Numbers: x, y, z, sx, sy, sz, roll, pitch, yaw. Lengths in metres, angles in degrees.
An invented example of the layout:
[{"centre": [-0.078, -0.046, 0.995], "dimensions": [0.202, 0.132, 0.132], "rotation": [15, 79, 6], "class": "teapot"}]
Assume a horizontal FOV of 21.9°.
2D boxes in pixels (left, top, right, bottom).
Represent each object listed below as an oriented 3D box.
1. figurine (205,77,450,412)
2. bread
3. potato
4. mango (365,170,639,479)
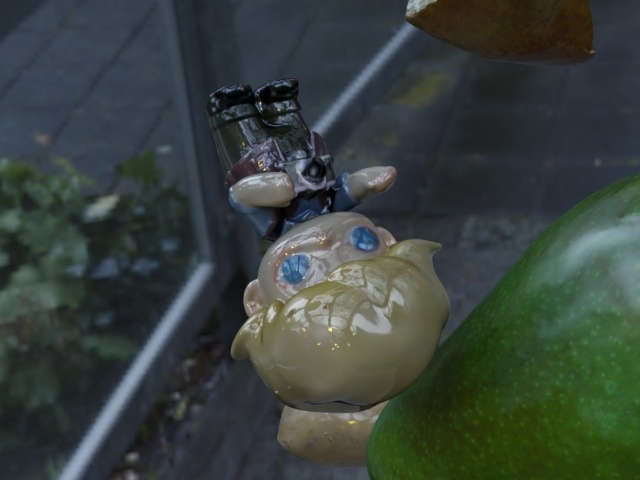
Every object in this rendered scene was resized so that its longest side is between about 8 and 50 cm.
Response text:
[{"centre": [0.000, 0.000, 0.931], "dimensions": [0.114, 0.196, 0.108], "rotation": [-8, -15, -41], "class": "figurine"}, {"centre": [0.129, -0.177, 1.216], "dimensions": [0.136, 0.154, 0.054], "rotation": [-10, 42, 8], "class": "bread"}, {"centre": [0.031, 0.184, 1.701], "dimensions": [0.147, 0.112, 0.112], "rotation": [5, 30, 2], "class": "potato"}, {"centre": [0.186, 0.083, 0.949], "dimensions": [0.382, 0.225, 0.201], "rotation": [-28, 23, 27], "class": "mango"}]
